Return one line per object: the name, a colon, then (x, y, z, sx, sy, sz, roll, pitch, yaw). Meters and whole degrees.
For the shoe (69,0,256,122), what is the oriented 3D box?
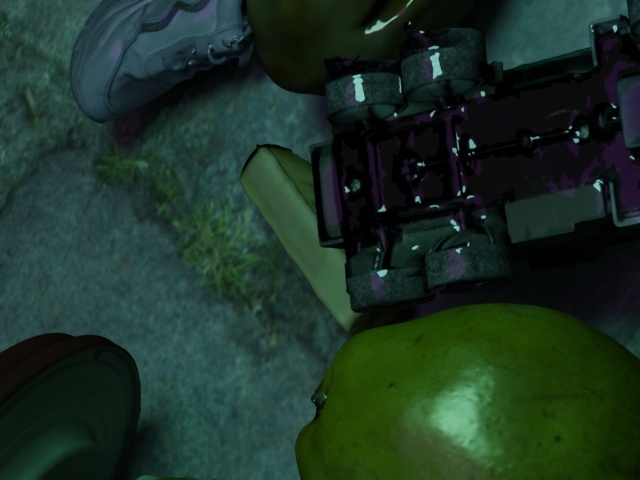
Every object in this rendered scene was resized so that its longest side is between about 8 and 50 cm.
shoe: (-0.102, -0.178, 1.453, 0.245, 0.095, 0.137, -48, 50, 11)

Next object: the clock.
clock: (-0.237, 0.214, 1.321, 0.080, 0.318, 0.318, 31, 99, 18)

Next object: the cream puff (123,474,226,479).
cream puff: (-0.094, 0.355, 1.210, 0.378, 0.275, 0.378, -6, 55, 9)

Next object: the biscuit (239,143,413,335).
biscuit: (0.000, 0.000, 1.344, 0.052, 0.056, 0.188, -50, 53, 18)

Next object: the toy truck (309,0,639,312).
toy truck: (0.147, -0.057, 1.155, 0.363, 0.178, 0.177, -13, 80, 37)

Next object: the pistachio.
pistachio: (0.043, -0.236, 1.308, 0.197, 0.166, 0.288, 5, 69, 61)

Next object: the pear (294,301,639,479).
pear: (0.118, 0.141, 1.104, 0.269, 0.212, 0.212, 14, 87, 13)
